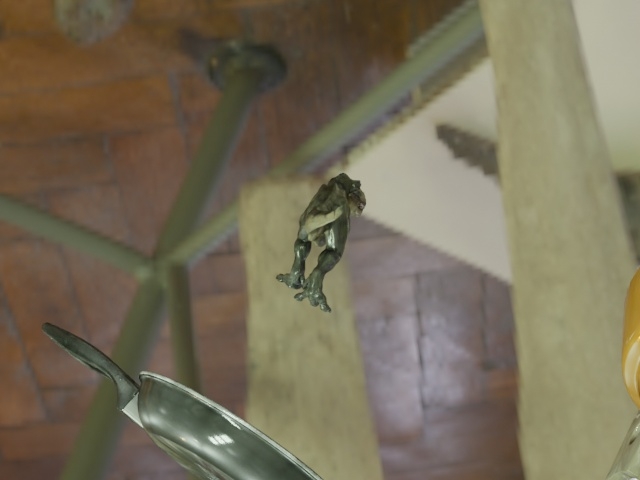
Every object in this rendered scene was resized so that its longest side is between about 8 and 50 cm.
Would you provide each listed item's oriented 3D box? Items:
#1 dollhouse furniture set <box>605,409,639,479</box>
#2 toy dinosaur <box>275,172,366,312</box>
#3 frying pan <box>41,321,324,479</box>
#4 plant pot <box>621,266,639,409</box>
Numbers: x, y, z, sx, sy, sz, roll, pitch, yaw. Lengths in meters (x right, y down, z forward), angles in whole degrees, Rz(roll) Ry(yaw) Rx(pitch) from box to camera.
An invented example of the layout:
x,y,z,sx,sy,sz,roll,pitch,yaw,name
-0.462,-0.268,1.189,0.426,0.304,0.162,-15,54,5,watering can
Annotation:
x,y,z,sx,sy,sz,roll,pitch,yaw,name
0.335,0.154,1.418,0.129,0.129,0.184,28,163,0,dollhouse furniture set
0.000,0.000,1.731,0.064,0.268,0.118,18,99,1,toy dinosaur
-0.123,0.139,1.429,0.326,0.053,0.197,30,164,14,frying pan
0.285,0.121,1.108,0.205,0.188,0.205,9,143,7,plant pot
